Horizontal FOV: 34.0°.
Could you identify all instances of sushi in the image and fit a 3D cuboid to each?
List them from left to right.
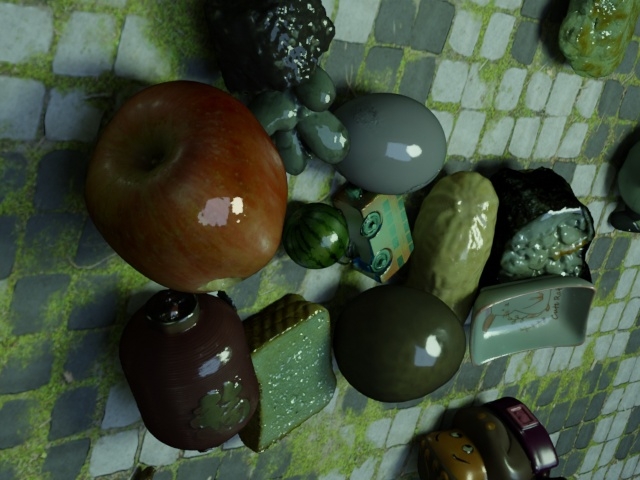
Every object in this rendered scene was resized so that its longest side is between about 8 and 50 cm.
[{"bbox_3d":[0.366,0.024,1.860,0.211,0.170,0.350,-14,131,-8],"label":"sushi"}]

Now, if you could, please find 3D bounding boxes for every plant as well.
[{"bbox_3d":[-0.045,-0.204,1.323,0.149,0.146,0.274,-41,137,-24],"label":"plant"}]

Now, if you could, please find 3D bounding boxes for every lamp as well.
[{"bbox_3d":[-0.169,0.167,1.402,0.180,0.180,0.258,-33,133,-28],"label":"lamp"},{"bbox_3d":[0.691,-0.115,2.127,0.198,0.198,0.244,-38,158,-24],"label":"lamp"}]

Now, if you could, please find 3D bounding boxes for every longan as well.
[{"bbox_3d":[0.121,0.163,1.653,0.198,0.213,0.198,3,90,-67],"label":"longan"}]

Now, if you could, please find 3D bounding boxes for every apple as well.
[{"bbox_3d":[-0.144,-0.055,1.242,0.242,0.242,0.241,-57,144,-3],"label":"apple"}]

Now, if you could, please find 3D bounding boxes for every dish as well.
[{"bbox_3d":[0.348,0.122,1.772,0.213,0.077,0.151,-10,134,-9],"label":"dish"}]

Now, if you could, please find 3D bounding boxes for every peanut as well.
[{"bbox_3d":[0.205,0.036,1.738,0.148,0.147,0.318,-8,121,-43],"label":"peanut"}]

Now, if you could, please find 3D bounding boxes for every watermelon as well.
[{"bbox_3d":[-0.006,-0.004,1.528,0.109,0.109,0.109,-25,129,-34],"label":"watermelon"}]

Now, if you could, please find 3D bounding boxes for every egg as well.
[{"bbox_3d":[0.092,-0.139,1.505,0.199,0.146,0.146,7,109,-32],"label":"egg"}]

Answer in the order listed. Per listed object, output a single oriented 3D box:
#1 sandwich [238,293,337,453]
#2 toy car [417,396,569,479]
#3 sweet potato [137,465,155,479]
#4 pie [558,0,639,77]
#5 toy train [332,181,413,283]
[{"bbox_3d":[-0.062,0.203,1.617,0.186,0.065,0.214,-29,132,-31],"label":"sandwich"},{"bbox_3d":[0.320,0.479,2.056,0.240,0.271,0.340,-15,126,-18],"label":"toy car"},{"bbox_3d":[-0.261,0.427,1.565,0.050,0.050,0.214,-22,122,-36],"label":"sweet potato"},{"bbox_3d":[0.501,-0.413,1.796,0.257,0.105,0.274,-16,125,-50],"label":"pie"},{"bbox_3d":[0.083,-0.024,1.623,0.099,0.072,0.188,-38,136,-22],"label":"toy train"}]
